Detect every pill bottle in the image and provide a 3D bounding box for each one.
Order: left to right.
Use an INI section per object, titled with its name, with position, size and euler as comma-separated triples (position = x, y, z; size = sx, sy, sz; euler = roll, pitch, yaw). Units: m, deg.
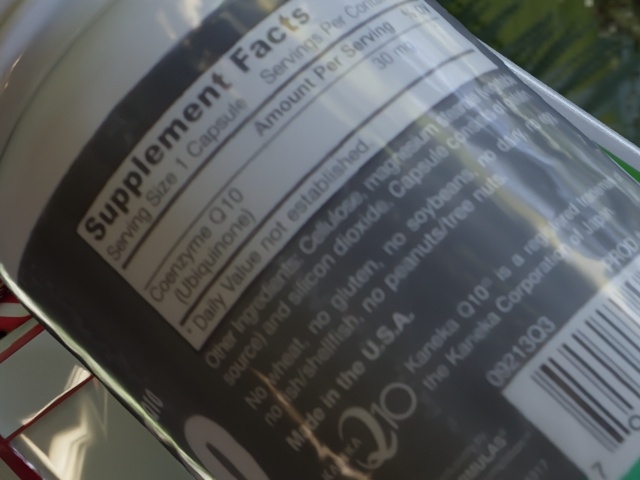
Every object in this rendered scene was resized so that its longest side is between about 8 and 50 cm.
[pill bottle]
position = 0.000, 0.000, 0.715
size = 0.361, 0.204, 0.204
euler = 44, -38, 12

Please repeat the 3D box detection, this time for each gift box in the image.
[gift box]
position = -0.165, 0.144, 1.217
size = 0.258, 0.255, 0.276
euler = 50, 10, -7

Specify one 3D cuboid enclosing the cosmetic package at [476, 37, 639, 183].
[cosmetic package]
position = 0.066, -0.068, 1.336
size = 0.197, 0.365, 0.155
euler = -57, -157, 8
